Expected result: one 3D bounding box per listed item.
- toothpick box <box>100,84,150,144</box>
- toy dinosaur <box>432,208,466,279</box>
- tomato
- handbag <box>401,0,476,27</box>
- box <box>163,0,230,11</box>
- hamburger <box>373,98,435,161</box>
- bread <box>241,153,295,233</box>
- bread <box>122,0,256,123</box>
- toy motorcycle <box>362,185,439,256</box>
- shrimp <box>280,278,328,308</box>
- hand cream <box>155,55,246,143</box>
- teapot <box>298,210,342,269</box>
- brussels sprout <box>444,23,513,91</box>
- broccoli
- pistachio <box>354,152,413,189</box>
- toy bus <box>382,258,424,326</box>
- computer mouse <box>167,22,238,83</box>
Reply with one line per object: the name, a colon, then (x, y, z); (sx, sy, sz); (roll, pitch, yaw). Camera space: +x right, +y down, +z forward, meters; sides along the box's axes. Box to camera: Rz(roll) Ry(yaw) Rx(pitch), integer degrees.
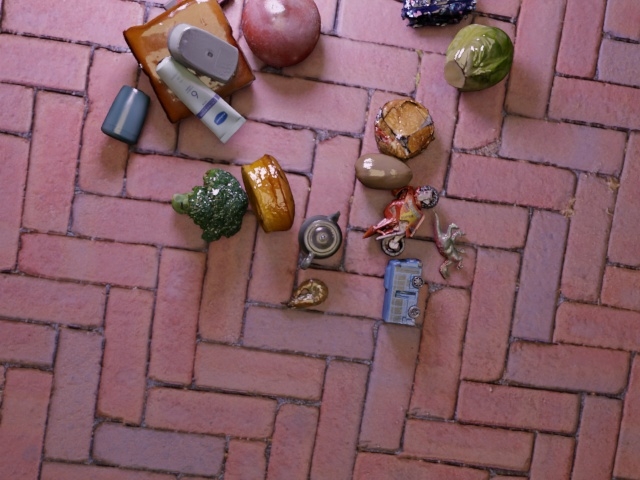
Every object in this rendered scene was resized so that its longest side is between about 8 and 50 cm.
toothpick box: (-0.658, -0.430, 1.708); (0.120, 0.120, 0.184); (22, 88, -5)
toy dinosaur: (0.452, 0.005, 1.835); (0.167, 0.053, 0.242); (-40, 103, 5)
tomato: (-0.132, -0.725, 1.680); (0.271, 0.227, 0.270); (0, 91, -2)
handbag: (0.410, -0.843, 1.771); (0.260, 0.113, 0.161); (-5, 86, -2)
box: (-0.419, -0.826, 1.733); (0.224, 0.069, 0.120); (-40, 95, -1)
hamburger: (0.293, -0.395, 1.786); (0.231, 0.107, 0.230); (0, 88, -4)
bread: (-0.172, -0.157, 1.710); (0.143, 0.195, 0.269); (-21, 86, -12)
bread: (-0.433, -0.608, 1.674); (0.333, 0.143, 0.323); (-29, 111, -2)
toy motorcycle: (0.292, -0.089, 1.804); (0.171, 0.089, 0.298); (36, 90, -3)
shrimp: (-0.060, 0.199, 1.815); (0.180, 0.041, 0.099); (-18, 92, -3)
hand cream: (-0.396, -0.465, 1.638); (0.109, 0.067, 0.321); (-45, 119, 5)
teapot: (0.000, 0.000, 1.758); (0.162, 0.149, 0.239); (34, 89, -6)
brussels sprout: (0.548, -0.632, 1.749); (0.244, 0.244, 0.243); (0, 92, -4)
broccoli: (-0.387, -0.121, 1.699); (0.269, 0.269, 0.253); (5, 87, -4)
pistachio: (0.221, -0.242, 1.769); (0.206, 0.129, 0.131); (3, 124, -1)
toy bus: (0.293, 0.179, 1.802); (0.134, 0.116, 0.233); (6, 94, -1)
computer mouse: (-0.369, -0.592, 1.580); (0.231, 0.079, 0.127); (22, 96, -37)
